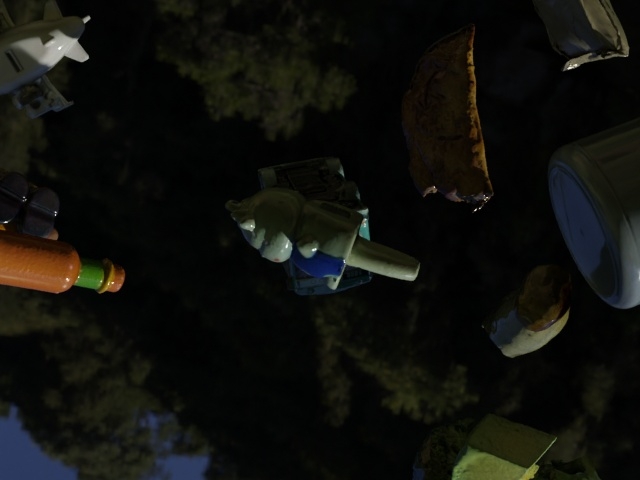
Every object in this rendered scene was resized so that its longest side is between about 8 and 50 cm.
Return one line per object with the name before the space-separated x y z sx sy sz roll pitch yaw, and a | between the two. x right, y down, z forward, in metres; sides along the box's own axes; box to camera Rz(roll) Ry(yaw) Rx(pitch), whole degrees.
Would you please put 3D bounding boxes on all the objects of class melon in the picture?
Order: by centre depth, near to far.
melon | 0.202 0.254 1.140 0.118 0.209 0.064 -2 -140 31

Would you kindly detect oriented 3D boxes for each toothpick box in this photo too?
toothpick box | 0.516 -0.069 1.539 0.355 0.263 0.263 -22 -155 -4

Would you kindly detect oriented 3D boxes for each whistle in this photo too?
whistle | 0.000 0.000 1.373 0.245 0.092 0.110 20 -164 1

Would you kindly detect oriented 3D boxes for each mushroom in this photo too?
mushroom | 0.296 0.121 1.708 0.087 0.107 0.333 34 162 3

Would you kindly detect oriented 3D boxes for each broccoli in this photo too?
broccoli | 0.240 0.367 1.489 0.308 0.275 0.307 31 -140 -30

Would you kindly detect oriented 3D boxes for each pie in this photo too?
pie | 0.113 -0.105 1.046 0.092 0.169 0.034 -15 168 36

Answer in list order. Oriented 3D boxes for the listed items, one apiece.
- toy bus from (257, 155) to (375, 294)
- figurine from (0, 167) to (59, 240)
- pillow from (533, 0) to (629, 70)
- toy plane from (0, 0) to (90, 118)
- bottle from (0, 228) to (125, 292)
toy bus | -0.007 -0.023 1.643 0.128 0.147 0.256 -11 -158 -7
figurine | -0.538 -0.058 1.909 0.185 0.204 0.332 30 145 -29
pillow | 0.201 -0.248 1.006 0.053 0.208 0.119 -27 -169 0
toy plane | -0.372 -0.239 1.454 0.174 0.174 0.080 14 -154 1
bottle | -0.333 0.032 1.420 0.187 0.069 0.069 14 -164 -32
